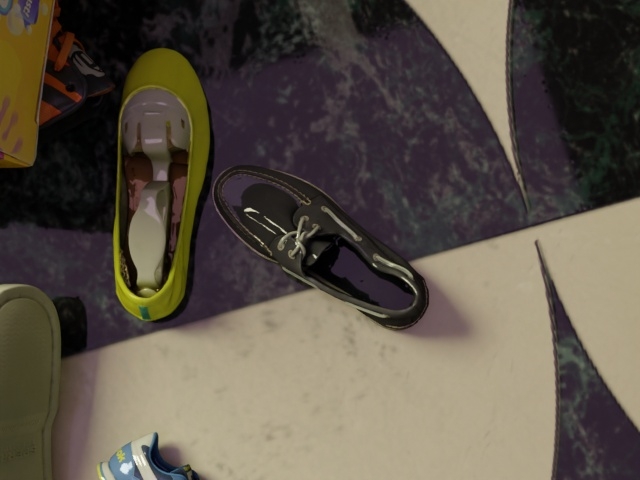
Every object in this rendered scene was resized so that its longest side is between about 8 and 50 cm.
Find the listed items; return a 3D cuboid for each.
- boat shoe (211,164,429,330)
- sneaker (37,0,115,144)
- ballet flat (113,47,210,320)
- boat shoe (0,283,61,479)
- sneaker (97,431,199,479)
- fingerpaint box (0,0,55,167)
[{"bbox_3d":[0.000,0.000,0.917,0.206,0.065,0.075,35,85,4],"label":"boat shoe"},{"bbox_3d":[-0.225,-0.202,0.927,0.180,0.124,0.321,33,96,0],"label":"sneaker"},{"bbox_3d":[-0.133,-0.051,0.919,0.077,0.077,0.231,3,84,2],"label":"ballet flat"},{"bbox_3d":[-0.288,0.199,0.881,0.113,0.127,0.340,5,91,31],"label":"boat shoe"},{"bbox_3d":[-0.112,0.215,0.902,0.059,0.053,0.144,-43,86,-6],"label":"sneaker"},{"bbox_3d":[-0.365,-0.281,0.819,0.371,0.163,0.445,1,79,28],"label":"fingerpaint box"}]
